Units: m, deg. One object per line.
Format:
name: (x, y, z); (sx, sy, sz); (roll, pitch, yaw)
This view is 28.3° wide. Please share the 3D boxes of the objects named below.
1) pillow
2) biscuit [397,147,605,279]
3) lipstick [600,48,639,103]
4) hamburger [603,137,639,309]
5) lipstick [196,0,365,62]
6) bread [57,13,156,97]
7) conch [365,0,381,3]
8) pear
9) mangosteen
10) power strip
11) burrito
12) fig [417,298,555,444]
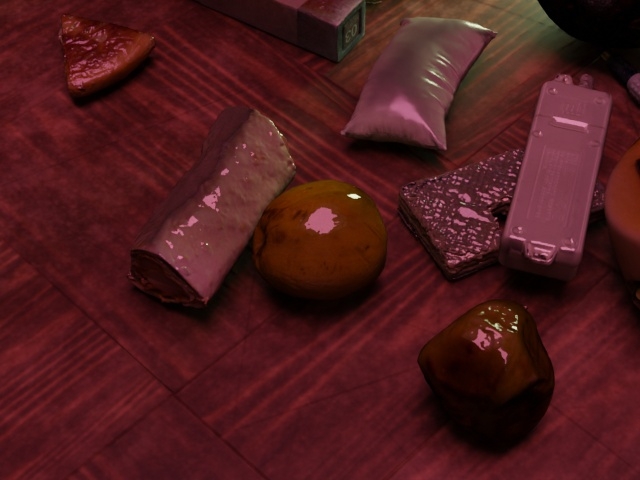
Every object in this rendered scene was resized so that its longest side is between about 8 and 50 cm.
pillow: (0.139, -0.217, 1.736); (0.144, 0.078, 0.254); (16, 51, 14)
biscuit: (0.236, -0.046, 1.613); (0.250, 0.046, 0.147); (-18, 52, -14)
lipstick: (0.429, -0.235, 1.779); (0.037, 0.037, 0.116); (-20, 49, -15)
hamburger: (0.472, -0.029, 1.478); (0.302, 0.170, 0.302); (-23, 34, 17)
lipstick: (-0.109, -0.377, 1.876); (0.371, 0.076, 0.080); (27, 57, 21)
bread: (-0.300, -0.267, 1.801); (0.136, 0.054, 0.154); (-13, 57, -8)
conch: (0.052, -0.379, 1.894); (0.089, 0.074, 0.121); (21, 30, -2)
pear: (0.000, 0.000, 1.511); (0.162, 0.149, 0.149); (-6, 50, -14)
mangosteen: (0.424, -0.408, 1.763); (0.288, 0.288, 0.288); (0, 50, 0)
power strip: (0.297, -0.087, 1.579); (0.098, 0.058, 0.338); (13, 53, 11)
burrito: (-0.130, -0.053, 1.576); (0.143, 0.105, 0.299); (-4, 43, 39)
fig: (0.185, 0.134, 1.403); (0.154, 0.144, 0.165); (20, 43, 0)
